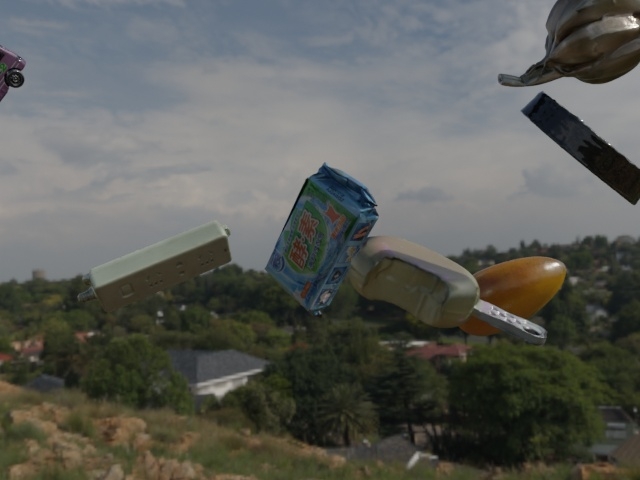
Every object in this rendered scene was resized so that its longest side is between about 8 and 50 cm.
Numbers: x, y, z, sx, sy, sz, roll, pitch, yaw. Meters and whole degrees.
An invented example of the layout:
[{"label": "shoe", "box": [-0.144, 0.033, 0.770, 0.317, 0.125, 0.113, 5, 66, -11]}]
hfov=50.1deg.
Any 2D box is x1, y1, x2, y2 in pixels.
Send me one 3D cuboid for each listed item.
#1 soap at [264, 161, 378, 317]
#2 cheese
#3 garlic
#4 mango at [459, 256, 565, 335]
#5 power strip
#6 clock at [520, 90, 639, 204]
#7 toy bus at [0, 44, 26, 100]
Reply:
[{"label": "soap", "box": [0.000, 0.000, 1.345, 0.156, 0.293, 0.077, 40, 25, 30]}, {"label": "cheese", "box": [0.182, 0.077, 0.974, 0.286, 0.082, 0.163, 24, 19, 19]}, {"label": "garlic", "box": [0.309, -0.243, 0.845, 0.194, 0.127, 0.131, -23, -1, 16]}, {"label": "mango", "box": [0.338, 0.095, 1.235, 0.219, 0.112, 0.144, -34, -36, 23]}, {"label": "power strip", "box": [-0.334, 0.055, 1.410, 0.338, 0.058, 0.098, -23, -35, -15]}, {"label": "clock", "box": [0.332, -0.118, 0.852, 0.040, 0.184, 0.184, -51, -23, 20]}, {"label": "toy bus", "box": [-0.570, -0.249, 1.117, 0.086, 0.178, 0.098, 23, -14, 44]}]
